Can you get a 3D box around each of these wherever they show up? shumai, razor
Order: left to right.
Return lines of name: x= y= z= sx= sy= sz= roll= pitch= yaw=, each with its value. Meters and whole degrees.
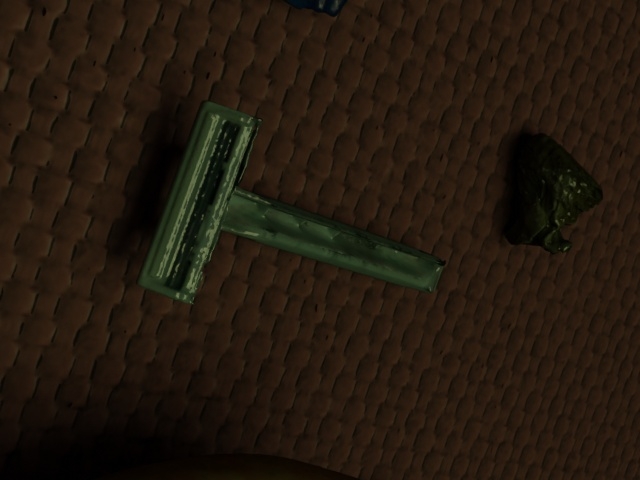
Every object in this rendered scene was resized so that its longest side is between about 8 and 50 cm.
razor: x=-0.008 y=-0.003 z=0.817 sx=0.278 sy=0.056 sz=0.111 roll=18 pitch=93 yaw=-55
shumai: x=0.170 y=-0.032 z=0.987 sx=0.080 sy=0.083 sz=0.082 roll=-43 pitch=109 yaw=14

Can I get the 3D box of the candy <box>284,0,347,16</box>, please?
candy: x=-0.068 y=-0.231 z=0.643 sx=0.331 sy=0.077 sz=0.187 roll=9 pitch=100 yaw=-50

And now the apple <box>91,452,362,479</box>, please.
apple: x=-0.055 y=0.315 z=0.648 sx=0.392 sy=0.391 sz=0.346 roll=-3 pitch=122 yaw=-46
